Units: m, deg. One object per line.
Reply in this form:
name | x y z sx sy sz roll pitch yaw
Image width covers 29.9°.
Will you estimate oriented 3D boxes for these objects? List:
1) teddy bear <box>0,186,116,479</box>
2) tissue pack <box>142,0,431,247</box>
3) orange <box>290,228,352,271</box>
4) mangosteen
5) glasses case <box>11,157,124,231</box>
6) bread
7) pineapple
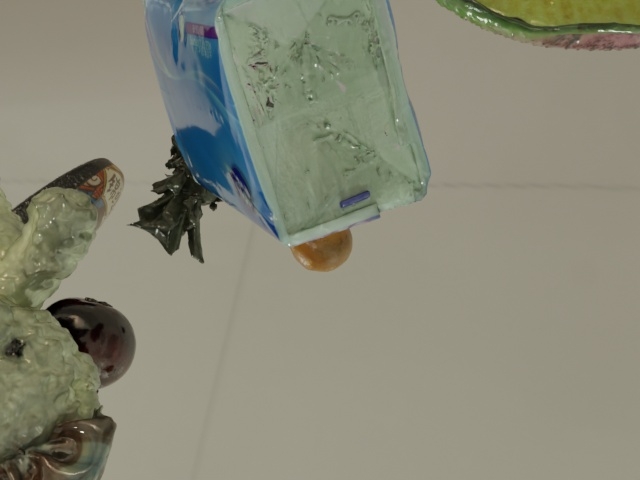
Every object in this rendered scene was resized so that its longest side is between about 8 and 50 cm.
teddy bear | -0.364 0.052 1.175 0.362 0.327 0.375 -127 18 -57
tissue pack | -0.039 -0.127 0.973 0.146 0.198 0.263 -21 -160 -16
orange | 0.000 0.000 1.518 0.083 0.083 0.070 15 139 -8
mangosteen | -0.285 0.135 1.414 0.140 0.140 0.140 12 164 3
glasses case | -0.367 0.009 1.487 0.082 0.321 0.122 41 148 8
bread | 0.159 -0.187 0.753 0.228 0.228 0.033 9 135 11
pineapple | -0.114 -0.104 1.255 0.128 0.248 0.128 26 -172 -4
